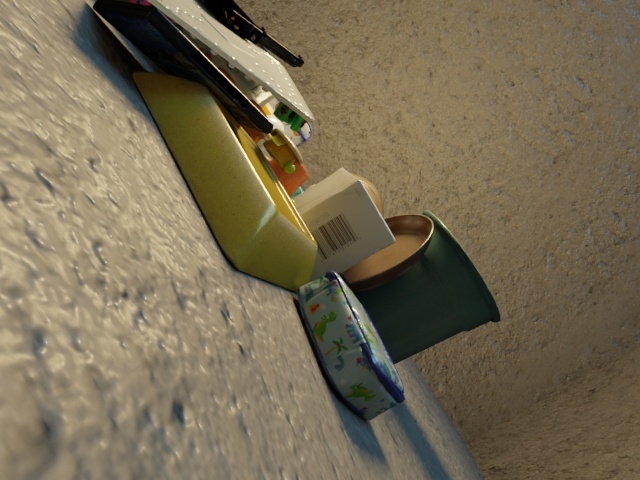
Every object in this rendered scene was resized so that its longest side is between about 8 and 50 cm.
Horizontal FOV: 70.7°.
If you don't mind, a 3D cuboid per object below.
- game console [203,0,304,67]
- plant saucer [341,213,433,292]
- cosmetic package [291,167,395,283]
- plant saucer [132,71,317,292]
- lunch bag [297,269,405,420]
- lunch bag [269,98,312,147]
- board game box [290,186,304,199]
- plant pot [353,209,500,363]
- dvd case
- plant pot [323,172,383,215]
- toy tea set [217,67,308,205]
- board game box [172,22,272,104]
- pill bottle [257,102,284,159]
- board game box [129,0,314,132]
[{"bbox_3d":[-0.178,-0.562,1.184,0.213,0.044,0.361,53,21,26],"label":"game console"},{"bbox_3d":[0.124,0.034,1.060,0.050,0.310,0.311,62,3,-17],"label":"plant saucer"},{"bbox_3d":[0.018,-0.046,1.072,0.156,0.217,0.385,58,6,-11],"label":"cosmetic package"},{"bbox_3d":[-0.118,-0.089,0.730,0.333,0.080,0.333,58,4,17],"label":"plant saucer"},{"bbox_3d":[0.050,0.168,0.739,0.176,0.090,0.219,57,4,-43],"label":"lunch bag"},{"bbox_3d":[-0.178,-0.474,1.719,0.303,0.243,0.115,55,5,-41],"label":"lunch bag"},{"bbox_3d":[0.000,0.000,1.413,0.336,0.079,0.254,60,5,24],"label":"board game box"},{"bbox_3d":[0.230,0.152,1.202,0.341,0.333,0.341,57,5,-7],"label":"plant pot"},{"bbox_3d":[-0.200,-0.259,0.689,0.180,0.022,0.253,29,-5,38],"label":"dvd case"},{"bbox_3d":[0.085,-0.089,1.828,0.323,0.323,0.280,57,21,-9],"label":"plant pot"},{"bbox_3d":[-0.161,-0.213,0.972,0.336,0.124,0.200,49,-4,23],"label":"toy tea set"},{"bbox_3d":[-0.247,-0.495,1.214,0.303,0.097,0.224,50,36,-13],"label":"board game box"},{"bbox_3d":[-0.193,-0.349,1.360,0.246,0.136,0.136,60,5,25],"label":"pill bottle"},{"bbox_3d":[-0.210,-0.420,0.969,0.389,0.050,0.390,30,23,-33],"label":"board game box"}]
